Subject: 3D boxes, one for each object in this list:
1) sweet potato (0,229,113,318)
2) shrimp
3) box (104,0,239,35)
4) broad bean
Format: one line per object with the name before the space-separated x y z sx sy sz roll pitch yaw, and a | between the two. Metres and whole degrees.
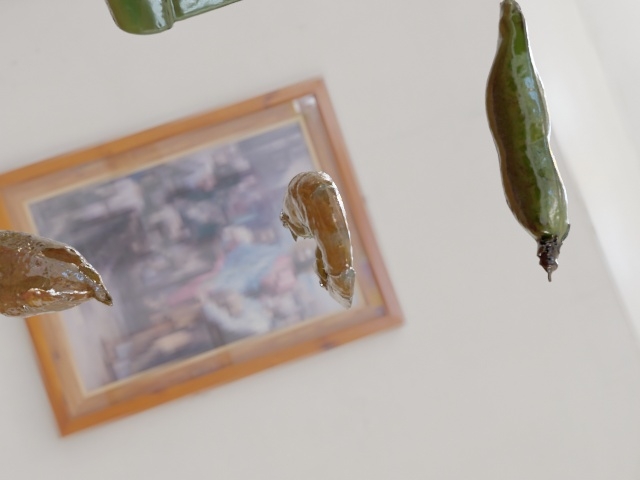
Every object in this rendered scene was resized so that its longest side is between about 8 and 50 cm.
sweet potato | -0.246 0.025 0.980 0.068 0.226 0.068 12 76 -59
shrimp | 0.003 -0.002 1.267 0.133 0.053 0.236 64 -8 -5
box | -0.106 -0.313 1.033 0.328 0.253 0.177 -115 -171 -48
broad bean | 0.232 -0.116 1.536 0.077 0.061 0.339 -23 -105 54
